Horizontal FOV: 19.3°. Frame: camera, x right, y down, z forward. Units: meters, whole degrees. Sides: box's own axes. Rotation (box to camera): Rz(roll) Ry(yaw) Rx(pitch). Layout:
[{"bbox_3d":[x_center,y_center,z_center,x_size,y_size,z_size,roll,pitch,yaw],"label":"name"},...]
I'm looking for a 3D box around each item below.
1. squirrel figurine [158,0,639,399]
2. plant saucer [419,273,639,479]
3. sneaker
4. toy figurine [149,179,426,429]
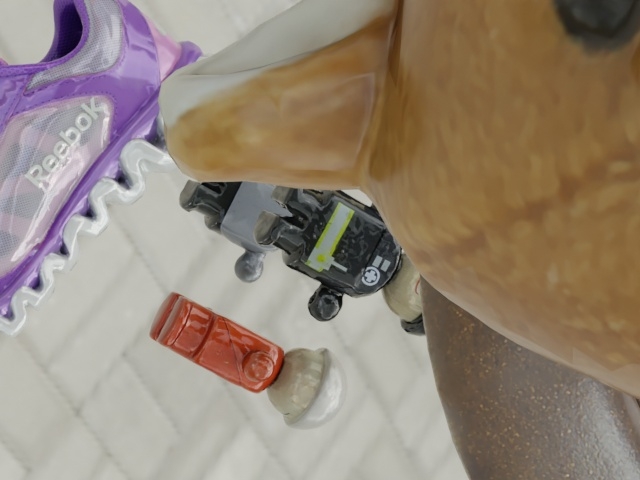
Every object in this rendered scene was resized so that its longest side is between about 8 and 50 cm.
[{"bbox_3d":[0.109,-0.141,0.426,0.281,0.397,0.370,19,84,-17],"label":"squirrel figurine"},{"bbox_3d":[0.172,0.009,0.687,0.311,0.050,0.310,4,83,-32],"label":"plant saucer"},{"bbox_3d":[-0.151,-0.031,0.892,0.236,0.095,0.104,-48,113,-15],"label":"sneaker"},{"bbox_3d":[0.000,0.000,1.283,0.148,0.213,0.209,28,41,-20],"label":"toy figurine"}]
